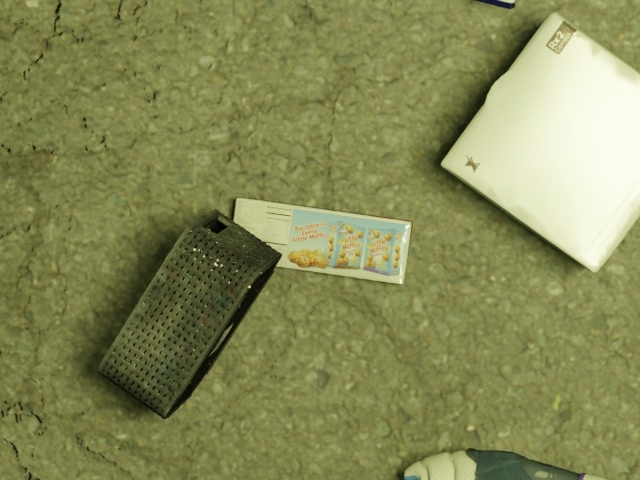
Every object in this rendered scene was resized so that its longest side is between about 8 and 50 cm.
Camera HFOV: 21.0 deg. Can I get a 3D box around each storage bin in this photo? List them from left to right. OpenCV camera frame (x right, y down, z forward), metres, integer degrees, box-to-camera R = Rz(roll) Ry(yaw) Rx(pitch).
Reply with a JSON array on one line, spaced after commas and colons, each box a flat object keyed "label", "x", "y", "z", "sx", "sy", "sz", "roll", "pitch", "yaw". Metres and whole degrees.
[{"label": "storage bin", "x": -0.126, "y": 0.071, "z": 1.686, "sx": 0.084, "sy": 0.122, "sz": 0.180, "roll": 34, "pitch": 106, "yaw": 4}]

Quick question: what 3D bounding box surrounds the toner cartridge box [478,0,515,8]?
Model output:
[{"label": "toner cartridge box", "x": 0.043, "y": -0.349, "z": 1.687, "sx": 0.347, "sy": 0.075, "sz": 0.165, "roll": 15, "pitch": 95, "yaw": 5}]

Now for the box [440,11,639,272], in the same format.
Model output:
[{"label": "box", "x": 0.239, "y": -0.092, "z": 1.653, "sx": 0.182, "sy": 0.119, "sz": 0.181, "roll": 36, "pitch": 96, "yaw": 4}]

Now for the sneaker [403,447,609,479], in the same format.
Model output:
[{"label": "sneaker", "x": 0.156, "y": 0.362, "z": 1.687, "sx": 0.236, "sy": 0.130, "sz": 0.323, "roll": 7, "pitch": 98, "yaw": 16}]

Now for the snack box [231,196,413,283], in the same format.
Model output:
[{"label": "snack box", "x": 0.000, "y": 0.000, "z": 1.731, "sx": 0.178, "sy": 0.022, "sz": 0.064, "roll": 8, "pitch": 93, "yaw": 6}]
